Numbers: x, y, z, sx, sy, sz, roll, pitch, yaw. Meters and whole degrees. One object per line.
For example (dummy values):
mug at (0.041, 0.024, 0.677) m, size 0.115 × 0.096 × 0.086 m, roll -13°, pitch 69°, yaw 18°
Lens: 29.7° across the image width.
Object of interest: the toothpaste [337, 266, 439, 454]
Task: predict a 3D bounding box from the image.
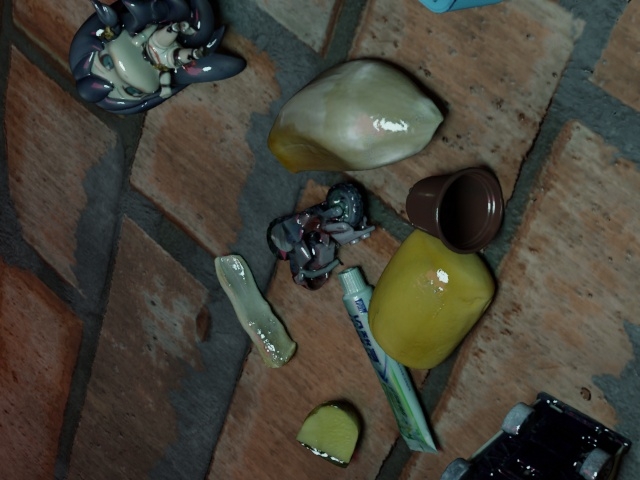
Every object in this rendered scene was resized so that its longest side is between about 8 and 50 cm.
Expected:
toothpaste at (0.096, 0.178, 1.753) m, size 0.075 × 0.048 × 0.296 m, roll -8°, pitch 106°, yaw 60°

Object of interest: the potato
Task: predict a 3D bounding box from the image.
potato at (0.027, 0.283, 1.862) m, size 0.096 × 0.066 × 0.103 m, roll 29°, pitch 123°, yaw 0°

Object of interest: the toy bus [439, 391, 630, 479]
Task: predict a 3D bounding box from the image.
toy bus at (0.238, 0.345, 1.507) m, size 0.143 × 0.305 × 0.179 m, roll 29°, pitch 131°, yaw 30°

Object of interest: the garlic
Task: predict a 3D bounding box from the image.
garlic at (0.027, -0.159, 1.614) m, size 0.318 × 0.112 × 0.143 m, roll -5°, pitch 110°, yaw 57°

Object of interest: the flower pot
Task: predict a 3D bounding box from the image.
flower pot at (0.164, -0.041, 1.537) m, size 0.089 × 0.111 × 0.111 m, roll 12°, pitch 120°, yaw 56°

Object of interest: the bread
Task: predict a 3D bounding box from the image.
bread at (0.137, 0.084, 1.626) m, size 0.147 × 0.098 × 0.217 m, roll 46°, pitch 135°, yaw 22°

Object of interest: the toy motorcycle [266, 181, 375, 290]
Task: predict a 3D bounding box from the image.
toy motorcycle at (-0.001, 0.000, 1.724) m, size 0.213 × 0.082 × 0.122 m, roll -29°, pitch 88°, yaw 49°

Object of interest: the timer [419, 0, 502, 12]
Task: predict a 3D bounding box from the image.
timer at (0.133, -0.416, 1.404) m, size 0.250 × 0.091 × 0.231 m, roll 46°, pitch 138°, yaw 35°

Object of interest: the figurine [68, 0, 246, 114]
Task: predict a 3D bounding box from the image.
figurine at (-0.243, -0.279, 1.740) m, size 0.265 × 0.197 × 0.175 m, roll -11°, pitch 103°, yaw 26°

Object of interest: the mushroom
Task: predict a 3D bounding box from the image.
mushroom at (-0.107, 0.110, 1.912) m, size 0.202 × 0.059 × 0.054 m, roll 58°, pitch 175°, yaw 6°
